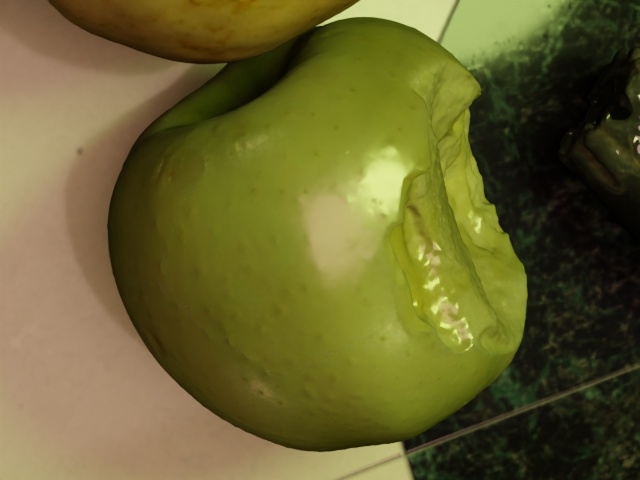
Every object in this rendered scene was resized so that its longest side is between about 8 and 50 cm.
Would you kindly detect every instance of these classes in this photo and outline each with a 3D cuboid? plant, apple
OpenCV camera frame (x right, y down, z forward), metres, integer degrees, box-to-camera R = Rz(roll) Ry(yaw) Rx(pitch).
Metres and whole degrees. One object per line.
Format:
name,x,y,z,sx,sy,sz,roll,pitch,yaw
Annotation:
plant,0.300,-0.036,1.130,0.256,0.142,0.164,28,86,-11
apple,0.000,0.000,0.996,0.279,0.279,0.279,-1,95,-15

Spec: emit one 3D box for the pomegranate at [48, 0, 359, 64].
pomegranate,-0.051,-0.278,0.917,0.342,0.342,0.342,-1,95,-15
